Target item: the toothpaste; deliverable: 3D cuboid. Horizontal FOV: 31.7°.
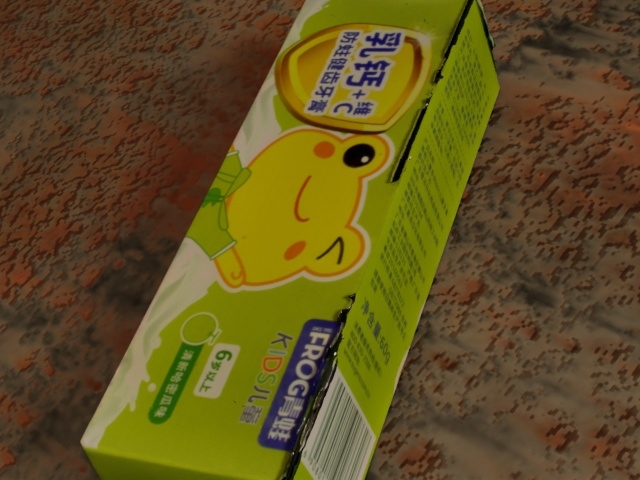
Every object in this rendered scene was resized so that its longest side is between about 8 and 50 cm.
[{"bbox_3d":[0.000,0.000,0.589,0.110,0.077,0.327,3,52,27],"label":"toothpaste"}]
